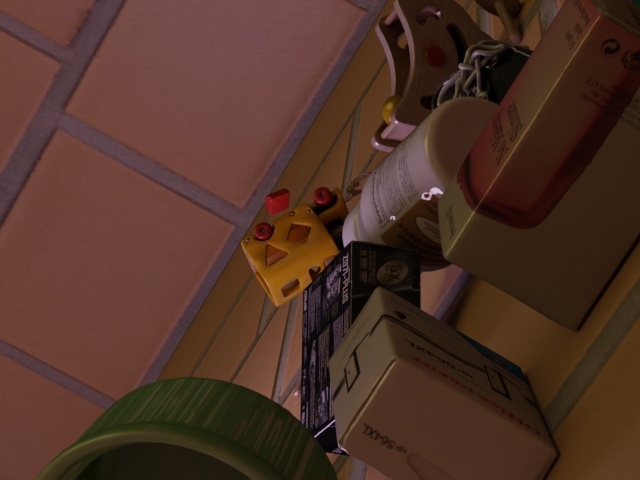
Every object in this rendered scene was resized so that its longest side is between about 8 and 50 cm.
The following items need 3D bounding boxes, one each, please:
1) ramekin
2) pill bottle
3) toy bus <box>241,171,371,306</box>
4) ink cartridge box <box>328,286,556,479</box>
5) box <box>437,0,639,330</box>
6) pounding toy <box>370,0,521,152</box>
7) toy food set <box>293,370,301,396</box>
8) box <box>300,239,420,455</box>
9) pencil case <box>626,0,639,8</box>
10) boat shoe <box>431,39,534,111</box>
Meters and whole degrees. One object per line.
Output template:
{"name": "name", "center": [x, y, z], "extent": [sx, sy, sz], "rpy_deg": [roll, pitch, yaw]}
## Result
{"name": "ramekin", "center": [-0.122, 0.278, 1.750], "extent": [0.303, 0.303, 0.148], "rpy_deg": [-57, 2, 28]}
{"name": "pill bottle", "center": [0.115, -0.042, 1.886], "extent": [0.229, 0.131, 0.131], "rpy_deg": [-44, 19, 55]}
{"name": "toy bus", "center": [-0.009, 0.009, 2.617], "extent": [0.104, 0.191, 0.202], "rpy_deg": [56, 129, 31]}
{"name": "ink cartridge box", "center": [0.091, 0.129, 1.426], "extent": [0.086, 0.148, 0.203], "rpy_deg": [-58, 9, 10]}
{"name": "box", "center": [0.206, -0.072, 1.474], "extent": [0.232, 0.127, 0.148], "rpy_deg": [-58, 9, 17]}
{"name": "pounding toy", "center": [0.151, -0.244, 2.315], "extent": [0.155, 0.154, 0.269], "rpy_deg": [-48, 15, 58]}
{"name": "toy food set", "center": [0.003, 0.111, 2.428], "extent": [0.192, 0.038, 0.132], "rpy_deg": [-55, 10, 36]}
{"name": "box", "center": [0.039, 0.112, 1.856], "extent": [0.147, 0.077, 0.180], "rpy_deg": [131, 144, -59]}
{"name": "pencil case", "center": [0.283, -0.219, 1.724], "extent": [0.152, 0.064, 0.070], "rpy_deg": [-62, -8, -4]}
{"name": "boat shoe", "center": [0.189, -0.163, 1.969], "extent": [0.113, 0.105, 0.306], "rpy_deg": [-62, 8, -3]}
